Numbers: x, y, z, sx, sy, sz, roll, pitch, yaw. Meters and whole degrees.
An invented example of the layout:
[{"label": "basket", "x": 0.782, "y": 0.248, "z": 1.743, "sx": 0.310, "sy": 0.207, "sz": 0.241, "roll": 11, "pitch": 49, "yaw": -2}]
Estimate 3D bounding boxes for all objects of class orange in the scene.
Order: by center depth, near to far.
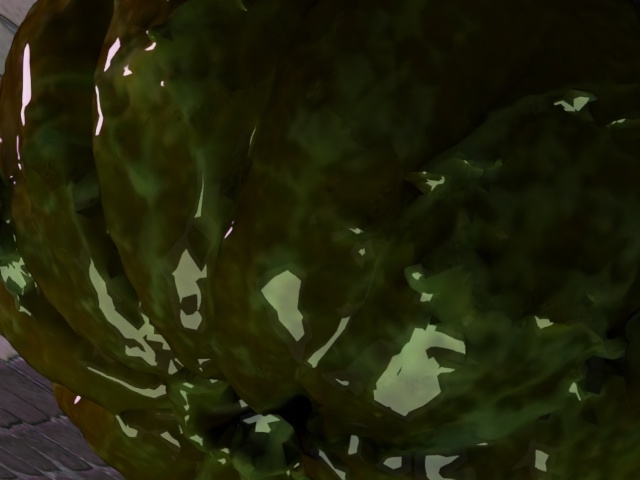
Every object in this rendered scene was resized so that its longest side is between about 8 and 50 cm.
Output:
[{"label": "orange", "x": 0.029, "y": -0.002, "z": 0.684, "sx": 0.301, "sy": 0.223, "sz": 0.300, "roll": 14, "pitch": 145, "yaw": 32}]
